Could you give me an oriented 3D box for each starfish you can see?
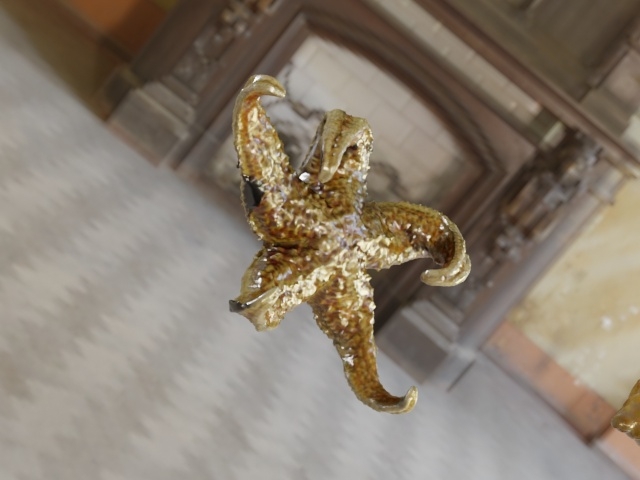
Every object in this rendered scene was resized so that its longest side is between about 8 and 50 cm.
[{"bbox_3d":[0.000,-0.001,0.748,0.074,0.146,0.190,-1,-43,50],"label":"starfish"}]

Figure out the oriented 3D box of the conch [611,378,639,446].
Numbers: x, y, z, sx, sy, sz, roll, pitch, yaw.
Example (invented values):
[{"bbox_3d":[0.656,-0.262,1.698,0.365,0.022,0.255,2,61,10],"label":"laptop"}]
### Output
[{"bbox_3d":[0.258,0.062,0.749,0.330,0.109,0.093,-13,23,-44],"label":"conch"}]
